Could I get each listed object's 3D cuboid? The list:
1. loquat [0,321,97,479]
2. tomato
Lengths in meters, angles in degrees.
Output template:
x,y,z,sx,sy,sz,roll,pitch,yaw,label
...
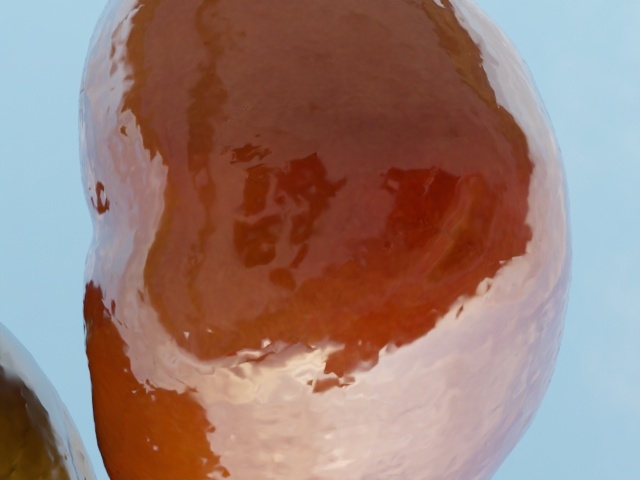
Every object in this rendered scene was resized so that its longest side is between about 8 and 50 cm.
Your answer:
x,y,z,sx,sy,sz,roll,pitch,yaw,label
-0.230,0.137,0.726,0.284,0.276,0.276,17,-129,27,loquat
-0.001,-0.003,0.678,0.180,0.260,0.260,-6,-122,-4,tomato
